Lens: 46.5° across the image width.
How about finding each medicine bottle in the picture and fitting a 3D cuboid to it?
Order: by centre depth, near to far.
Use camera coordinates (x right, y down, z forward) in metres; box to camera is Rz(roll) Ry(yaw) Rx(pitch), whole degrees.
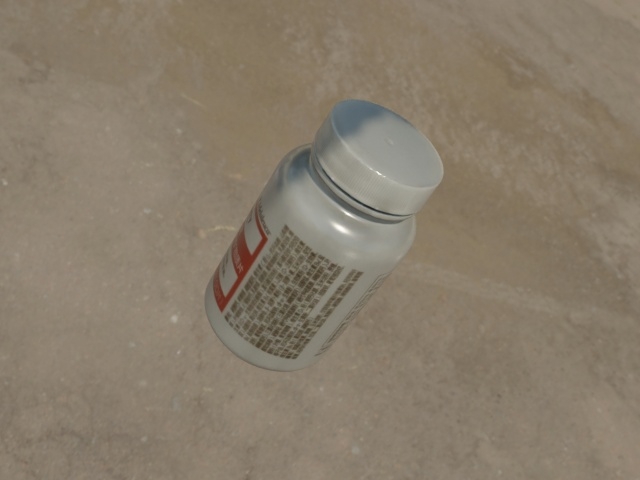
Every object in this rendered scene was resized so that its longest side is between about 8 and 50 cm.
[{"bbox_3d":[0.000,0.000,0.387,0.079,0.140,0.079,21,39,-18],"label":"medicine bottle"}]
